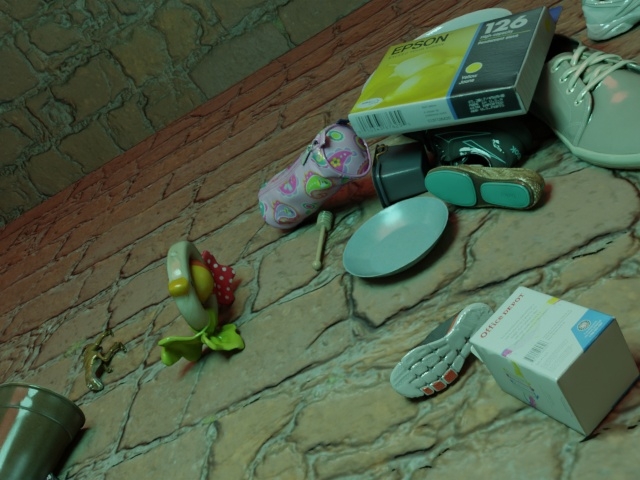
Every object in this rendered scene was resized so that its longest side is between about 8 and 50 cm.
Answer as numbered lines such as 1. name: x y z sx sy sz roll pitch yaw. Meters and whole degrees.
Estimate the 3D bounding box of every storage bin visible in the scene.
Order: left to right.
1. storage bin: 0.154 -0.138 1.233 0.091 0.098 0.135 -13 33 19

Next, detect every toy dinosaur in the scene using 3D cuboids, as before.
1. toy dinosaur: -0.473 0.235 1.367 0.112 0.064 0.211 -39 26 -5

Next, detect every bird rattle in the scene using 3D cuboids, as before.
1. bird rattle: -0.212 0.090 1.172 0.143 0.207 0.253 -10 41 9

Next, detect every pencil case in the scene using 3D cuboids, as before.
1. pencil case: -0.020 -0.122 1.282 0.284 0.124 0.124 -34 17 53

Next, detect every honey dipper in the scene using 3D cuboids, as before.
1. honey dipper: 0.000 0.000 1.245 0.030 0.030 0.160 -22 31 24

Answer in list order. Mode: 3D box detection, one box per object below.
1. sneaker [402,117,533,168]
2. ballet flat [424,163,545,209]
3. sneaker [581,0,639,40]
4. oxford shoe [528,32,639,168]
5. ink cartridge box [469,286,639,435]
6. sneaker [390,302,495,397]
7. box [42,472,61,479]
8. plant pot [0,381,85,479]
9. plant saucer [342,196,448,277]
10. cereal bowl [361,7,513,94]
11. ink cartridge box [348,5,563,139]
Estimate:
1. sneaker: 0.232 -0.178 1.154 0.267 0.101 0.106 21 72 41
2. ballet flat: 0.265 -0.090 1.046 0.067 0.073 0.206 -33 33 -33
3. sneaker: 0.604 -0.470 1.222 0.232 0.115 0.090 -21 30 25
4. oxford shoe: 0.429 -0.232 1.024 0.169 0.130 0.449 -31 28 5
5. ink cartridge box: 0.241 0.121 0.699 0.092 0.090 0.143 -42 26 -14
6. sneaker: 0.154 0.140 0.828 0.158 0.061 0.065 -36 0 -4
7. box: -0.436 0.423 1.027 0.083 0.052 0.062 -41 28 -13
8. plant pot: -0.518 0.360 1.124 0.167 0.167 0.165 -20 39 28
9. plant saucer: 0.129 0.003 1.081 0.195 0.037 0.195 -28 27 16
10. cereal bowl: 0.263 -0.329 1.356 0.339 0.141 0.339 -27 28 16
11. ink cartridge box: 0.237 -0.312 1.138 0.304 0.072 0.307 -4 47 38
